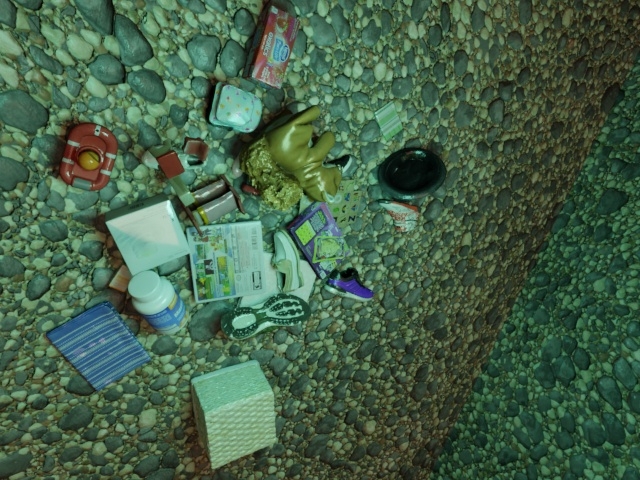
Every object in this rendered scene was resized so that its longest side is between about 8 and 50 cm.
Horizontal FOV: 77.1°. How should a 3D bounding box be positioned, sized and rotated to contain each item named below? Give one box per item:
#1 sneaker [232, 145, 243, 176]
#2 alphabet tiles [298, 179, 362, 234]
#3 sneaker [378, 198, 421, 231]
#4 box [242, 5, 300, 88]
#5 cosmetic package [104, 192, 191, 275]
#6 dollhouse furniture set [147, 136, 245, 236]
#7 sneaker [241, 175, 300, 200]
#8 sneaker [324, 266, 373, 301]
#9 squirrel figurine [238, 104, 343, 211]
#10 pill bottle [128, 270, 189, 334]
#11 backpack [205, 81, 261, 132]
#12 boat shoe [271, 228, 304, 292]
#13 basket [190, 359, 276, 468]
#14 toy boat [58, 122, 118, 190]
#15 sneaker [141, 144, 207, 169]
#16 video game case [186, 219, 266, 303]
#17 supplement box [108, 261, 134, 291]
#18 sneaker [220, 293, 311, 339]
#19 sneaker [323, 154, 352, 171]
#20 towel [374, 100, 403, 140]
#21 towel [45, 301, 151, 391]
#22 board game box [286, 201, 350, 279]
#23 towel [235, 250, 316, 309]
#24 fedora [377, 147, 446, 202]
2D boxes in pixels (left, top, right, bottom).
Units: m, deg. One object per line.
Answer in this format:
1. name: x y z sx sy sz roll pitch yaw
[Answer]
1. sneaker: -0.309 -0.314 1.603 0.051 0.070 0.134 20 98 -34
2. alphabet tiles: 0.044 -0.139 1.843 0.343 0.011 0.284 -10 123 -35
3. sneaker: 0.394 -0.122 2.039 0.270 0.090 0.144 9 101 -33
4. box: -0.186 -0.708 1.496 0.123 0.128 0.256 13 100 -31
5. cosmetic package: -0.636 -0.026 1.489 0.224 0.138 0.224 -24 118 -19
6. dollhouse furniture set: -0.424 -0.201 1.433 0.201 0.152 0.374 -31 153 -15
7. sneaker: -0.188 -0.237 1.679 0.276 0.098 0.134 6 104 -30
8. sneaker: 0.169 0.214 2.029 0.294 0.102 0.146 17 98 -32
9. squirrel figurine: -0.100 -0.272 1.563 0.397 0.281 0.370 -44 120 -22
10. pill bottle: -0.614 0.234 1.524 0.153 0.152 0.271 -29 146 -17
11. backpack: -0.314 -0.489 1.499 0.189 0.144 0.165 10 97 -34
12. boat shoe: -0.155 0.099 1.746 0.103 0.113 0.302 -28 119 -25
13. basket: -0.387 0.781 1.833 0.332 0.266 0.327 -11 111 -27
14. toy boat: -0.762 -0.271 1.325 0.151 0.151 0.230 15 100 -32
15. sneaker: -0.525 -0.300 1.463 0.233 0.115 0.090 -9 111 -26
16. video game case: -0.388 0.087 1.686 0.300 0.036 0.328 -7 107 -17
17. supplement box: -0.756 0.140 1.540 0.062 0.036 0.098 35 89 -33
18. sneaker: -0.244 0.354 1.799 0.411 0.157 0.182 -8 154 -23
19. sneaker: 0.035 -0.333 1.776 0.217 0.079 0.121 -43 123 -7
20. towel: 0.319 -0.562 1.888 0.113 0.023 0.152 -37 123 -10
21. towel: -0.862 0.421 1.582 0.243 0.040 0.335 -31 119 -15
22. board game box: 0.000 0.000 1.824 0.208 0.056 0.346 -41 131 -14
23. towel: -0.195 0.218 1.863 0.332 0.053 0.316 16 98 -32
24. fedora: 0.436 -0.288 1.936 0.334 0.334 0.152 -34 150 -14
